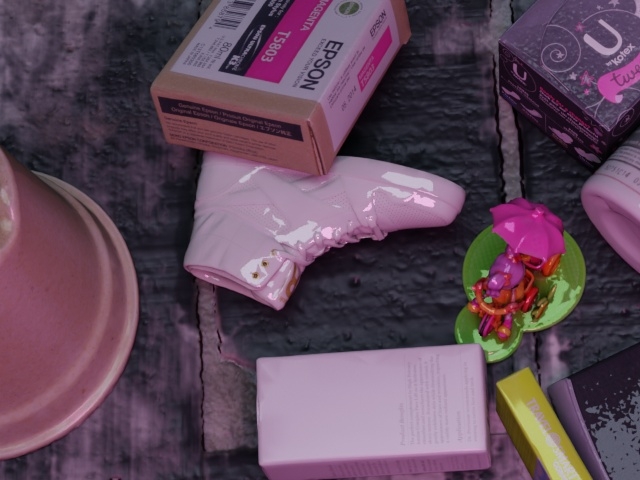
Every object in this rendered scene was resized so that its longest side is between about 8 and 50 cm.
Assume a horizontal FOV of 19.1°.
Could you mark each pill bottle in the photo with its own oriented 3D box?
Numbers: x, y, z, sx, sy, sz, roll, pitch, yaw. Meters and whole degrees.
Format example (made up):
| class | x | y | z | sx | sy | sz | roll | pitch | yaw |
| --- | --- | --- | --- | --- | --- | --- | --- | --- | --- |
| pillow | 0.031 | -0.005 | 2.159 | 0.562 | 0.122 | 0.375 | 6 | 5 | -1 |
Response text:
| class | x | y | z | sx | sy | sz | roll | pitch | yaw |
| --- | --- | --- | --- | --- | --- | --- | --- | --- | --- |
| pill bottle | 0.415 | -0.094 | 1.938 | 0.161 | 0.161 | 0.283 | 42 | 80 | 19 |

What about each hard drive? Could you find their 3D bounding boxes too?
| class | x | y | z | sx | sy | sz | roll | pitch | yaw |
| --- | --- | --- | --- | --- | --- | --- | --- | --- | --- |
| hard drive | 0.350 | 0.218 | 1.887 | 0.172 | 0.054 | 0.255 | -25 | 69 | -3 |

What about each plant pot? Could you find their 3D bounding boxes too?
| class | x | y | z | sx | sy | sz | roll | pitch | yaw |
| --- | --- | --- | --- | --- | --- | --- | --- | --- | --- |
| plant pot | -0.375 | 0.027 | 1.911 | 0.333 | 0.305 | 0.334 | -2 | 70 | 6 |

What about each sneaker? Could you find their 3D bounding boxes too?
| class | x | y | z | sx | sy | sz | roll | pitch | yaw |
| --- | --- | --- | --- | --- | --- | --- | --- | --- | --- |
| sneaker | 0.000 | 0.000 | 1.990 | 0.292 | 0.108 | 0.169 | 6 | 72 | 19 |

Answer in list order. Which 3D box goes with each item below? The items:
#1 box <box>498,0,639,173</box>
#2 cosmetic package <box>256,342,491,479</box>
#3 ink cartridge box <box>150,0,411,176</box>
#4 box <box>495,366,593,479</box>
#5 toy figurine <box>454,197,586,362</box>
| class | x | y | z | sx | sy | sz | roll | pitch | yaw |
| --- | --- | --- | --- | --- | --- | --- | --- | --- | --- |
| box | 0.326 | -0.217 | 2.005 | 0.163 | 0.142 | 0.247 | 42 | 80 | 19 |
| cosmetic package | 0.054 | 0.175 | 1.924 | 0.231 | 0.085 | 0.117 | -4 | 69 | 7 |
| ink cartridge box | -0.039 | -0.192 | 2.016 | 0.193 | 0.088 | 0.235 | 12 | 50 | 24 |
| box | 0.230 | 0.222 | 1.871 | 0.042 | 0.109 | 0.178 | -26 | 69 | -5 |
| toy figurine | 0.193 | 0.027 | 1.921 | 0.130 | 0.159 | 0.173 | 31 | 77 | 16 |
